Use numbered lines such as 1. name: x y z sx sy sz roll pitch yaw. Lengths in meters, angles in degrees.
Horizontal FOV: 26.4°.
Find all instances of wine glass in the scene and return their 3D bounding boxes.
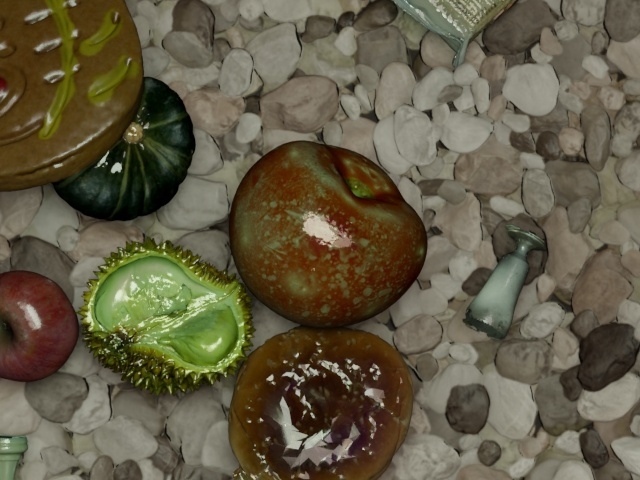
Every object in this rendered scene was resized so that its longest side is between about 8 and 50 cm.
1. wine glass: 0.265 0.060 1.953 0.072 0.072 0.155 28 79 -1

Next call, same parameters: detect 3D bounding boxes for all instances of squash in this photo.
1. squash: -0.277 -0.130 1.872 0.218 0.172 0.218 3 74 -10

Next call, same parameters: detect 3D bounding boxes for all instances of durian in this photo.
1. durian: -0.209 0.107 1.837 0.237 0.176 0.200 19 66 -10

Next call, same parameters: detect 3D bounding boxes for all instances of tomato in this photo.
1. tomato: 0.000 0.000 1.843 0.270 0.270 0.222 38 110 1

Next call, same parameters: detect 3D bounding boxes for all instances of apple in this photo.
1. apple: -0.399 0.115 1.832 0.153 0.120 0.153 3 100 18

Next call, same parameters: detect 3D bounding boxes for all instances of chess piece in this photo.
1. chess piece: -0.425 0.338 1.838 0.059 0.059 0.149 0 87 -6

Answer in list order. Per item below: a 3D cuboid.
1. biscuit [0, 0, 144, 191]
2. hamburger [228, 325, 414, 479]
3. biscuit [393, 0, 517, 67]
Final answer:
1. biscuit: -0.413 -0.240 1.802 0.350 0.070 0.394 -29 62 -7
2. hamburger: -0.009 0.237 1.859 0.286 0.146 0.243 -36 79 -9
3. biscuit: 0.247 -0.413 2.029 0.309 0.079 0.186 -42 89 -10
